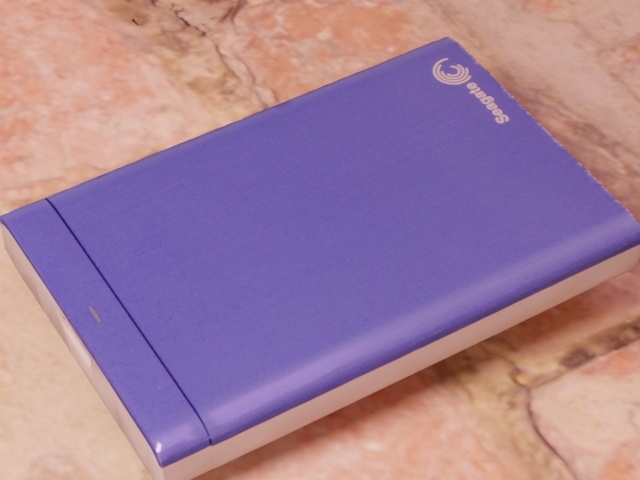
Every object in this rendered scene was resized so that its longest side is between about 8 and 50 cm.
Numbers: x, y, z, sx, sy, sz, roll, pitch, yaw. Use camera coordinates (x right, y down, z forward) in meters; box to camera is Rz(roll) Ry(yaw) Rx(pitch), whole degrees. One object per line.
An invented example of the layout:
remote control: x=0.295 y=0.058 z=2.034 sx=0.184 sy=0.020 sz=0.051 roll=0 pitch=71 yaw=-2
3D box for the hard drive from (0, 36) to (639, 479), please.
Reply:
hard drive: x=0.000 y=0.000 z=1.025 sx=0.319 sy=0.040 sz=0.210 roll=-24 pitch=51 yaw=-21
